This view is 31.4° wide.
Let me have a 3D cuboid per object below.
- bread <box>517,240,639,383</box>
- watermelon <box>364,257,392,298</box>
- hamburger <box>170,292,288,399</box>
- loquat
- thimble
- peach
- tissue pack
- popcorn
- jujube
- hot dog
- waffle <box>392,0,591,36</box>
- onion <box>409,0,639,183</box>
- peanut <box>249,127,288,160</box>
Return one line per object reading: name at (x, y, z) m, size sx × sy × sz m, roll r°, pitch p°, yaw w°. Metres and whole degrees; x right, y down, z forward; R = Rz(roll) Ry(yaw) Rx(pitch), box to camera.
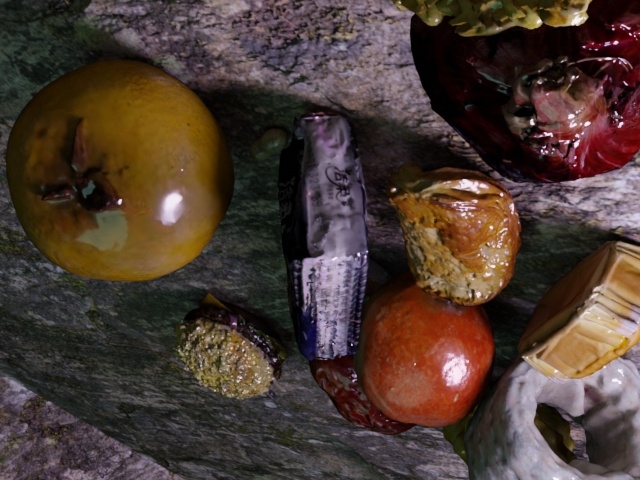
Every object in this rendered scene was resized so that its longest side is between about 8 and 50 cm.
bread at (0.370, 0.102, 1.554) m, size 0.107 × 0.136 × 0.241 m, roll 30°, pitch 151°, yaw -3°
watermelon at (0.029, 0.062, 1.823) m, size 0.187 × 0.139 × 0.071 m, roll 11°, pitch 123°, yaw 16°
hamburger at (-0.179, 0.230, 2.268) m, size 0.261 × 0.139 × 0.243 m, roll 29°, pitch 151°, yaw 2°
loquat at (-0.285, -0.099, 1.671) m, size 0.328 × 0.328 × 0.359 m, roll 27°, pitch -164°, yaw 3°
thimble at (0.373, 0.304, 1.711) m, size 0.291 × 0.291 × 0.195 m, roll 28°, pitch 146°, yaw 1°
peach at (0.165, 0.149, 1.755) m, size 0.232 × 0.257 × 0.232 m, roll 18°, pitch -171°, yaw -3°
tissue pack at (0.000, 0.000, 1.627) m, size 0.123 × 0.245 × 0.332 m, roll -5°, pitch 151°, yaw -5°
popcorn at (0.330, 0.336, 1.915) m, size 0.266 × 0.192 × 0.233 m, roll 28°, pitch 174°, yaw 43°
jujube at (0.089, 0.238, 2.016) m, size 0.183 × 0.183 × 0.243 m, roll -5°, pitch 130°, yaw 47°
hot dog at (0.180, -0.027, 1.547) m, size 0.175 × 0.114 × 0.259 m, roll 19°, pitch 149°, yaw 28°
waffle at (0.161, -0.304, 1.020) m, size 0.254 × 0.245 × 0.052 m, roll 15°, pitch -169°, yaw 37°
onion at (0.216, -0.181, 1.149) m, size 0.281 × 0.281 × 0.221 m, roll 27°, pitch 121°, yaw 5°
peanut at (-0.076, -0.140, 1.671) m, size 0.037 × 0.037 × 0.083 m, roll 36°, pitch 143°, yaw -14°
